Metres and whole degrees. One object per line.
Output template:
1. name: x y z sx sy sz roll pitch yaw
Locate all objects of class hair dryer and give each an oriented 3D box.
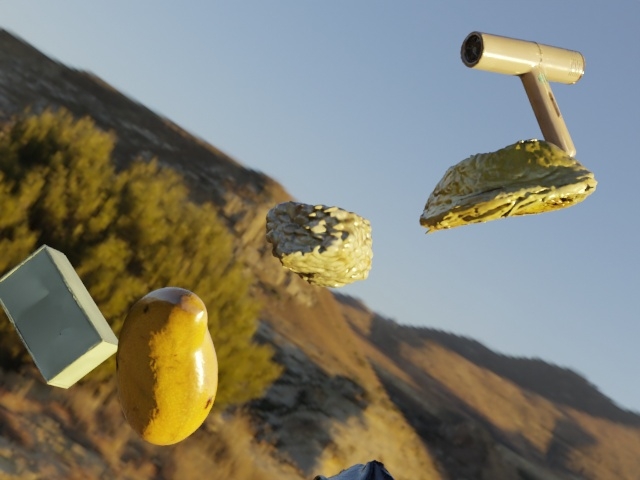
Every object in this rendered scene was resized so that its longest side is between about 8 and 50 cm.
1. hair dryer: 0.298 -0.180 1.434 0.195 0.220 0.053 4 -20 -30

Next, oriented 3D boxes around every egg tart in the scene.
1. egg tart: 0.246 -0.071 1.370 0.252 0.098 0.232 -15 -8 33

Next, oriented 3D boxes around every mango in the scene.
1. mango: -0.240 0.192 1.625 0.177 0.295 0.120 27 27 24

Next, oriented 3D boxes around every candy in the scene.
1. candy: 0.000 0.000 0.993 0.095 0.085 0.110 -1 -12 13

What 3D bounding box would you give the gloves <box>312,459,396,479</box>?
1. gloves: -0.037 0.346 1.059 0.152 0.301 0.197 48 -45 -7

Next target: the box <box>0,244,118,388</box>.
1. box: -0.484 0.139 1.872 0.225 0.129 0.086 54 2 18
